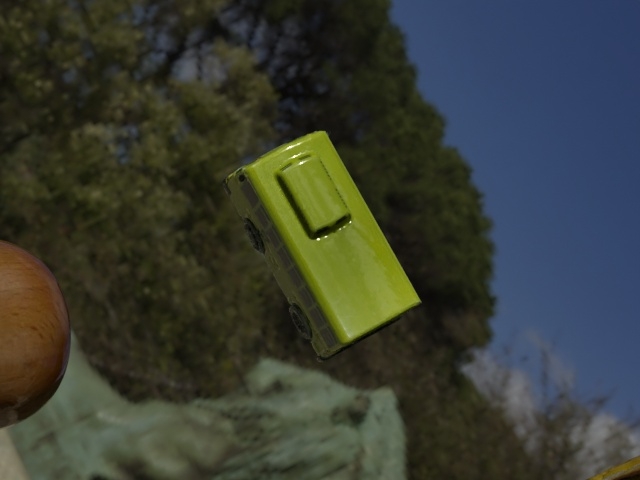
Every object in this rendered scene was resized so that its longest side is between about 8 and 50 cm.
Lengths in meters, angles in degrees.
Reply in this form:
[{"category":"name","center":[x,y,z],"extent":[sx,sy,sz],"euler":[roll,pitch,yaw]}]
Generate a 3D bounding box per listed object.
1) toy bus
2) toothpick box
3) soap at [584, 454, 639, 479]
[{"category":"toy bus","center":[0.000,0.000,1.774],"extent":[0.262,0.128,0.150],"euler":[61,-18,4]},{"category":"toothpick box","center":[-0.334,0.077,1.062],"extent":[0.294,0.192,0.192],"euler":[-1,56,-50]},{"category":"soap","center":[0.313,0.415,1.573],"extent":[0.304,0.339,0.169],"euler":[63,20,6]}]
